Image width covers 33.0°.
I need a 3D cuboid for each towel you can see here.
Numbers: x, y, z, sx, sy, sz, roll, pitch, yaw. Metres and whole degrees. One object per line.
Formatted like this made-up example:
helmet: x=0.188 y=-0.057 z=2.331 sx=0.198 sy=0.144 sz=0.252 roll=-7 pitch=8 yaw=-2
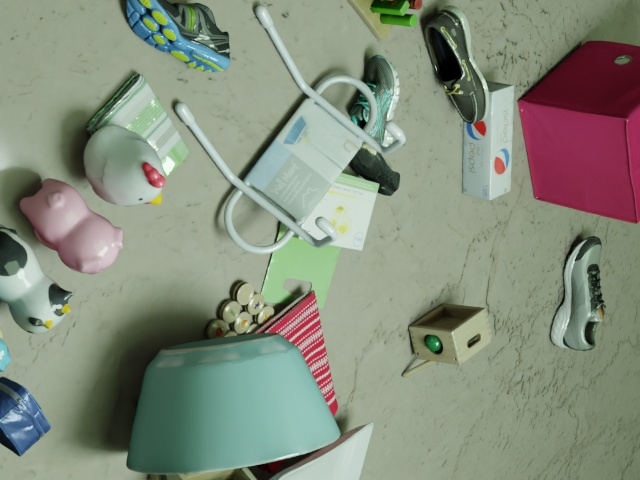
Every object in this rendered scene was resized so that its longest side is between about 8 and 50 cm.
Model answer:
towel: x=-0.246 y=-0.139 z=1.489 sx=0.113 sy=0.023 sz=0.152 roll=-51 pitch=135 yaw=-22
towel: x=-0.053 y=0.242 z=1.820 sx=0.199 sy=0.031 sz=0.274 roll=-38 pitch=133 yaw=-34

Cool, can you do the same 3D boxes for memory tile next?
memory tile: x=-0.118 y=0.142 z=1.733 sx=0.113 sy=0.012 sz=0.148 roll=-55 pitch=138 yaw=-16

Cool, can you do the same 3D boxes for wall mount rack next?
wall mount rack: x=-0.049 y=-0.164 z=1.633 sx=0.304 sy=0.130 sz=0.350 roll=38 pitch=69 yaw=-7

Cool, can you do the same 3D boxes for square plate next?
square plate: x=-0.042 y=0.499 z=1.856 sx=0.347 sy=0.049 sz=0.343 roll=-14 pitch=123 yaw=-60

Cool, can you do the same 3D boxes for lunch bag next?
lunch bag: x=-0.399 y=0.230 z=1.414 sx=0.065 sy=0.067 sz=0.098 roll=-45 pitch=133 yaw=-28

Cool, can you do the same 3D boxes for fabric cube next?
fabric cube: x=0.596 y=-0.229 z=2.223 sx=0.258 sy=0.254 sz=0.259 roll=-40 pitch=130 yaw=-30

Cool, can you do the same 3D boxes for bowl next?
bowl: x=-0.134 y=0.225 z=1.568 sx=0.312 sy=0.312 sz=0.163 roll=-5 pitch=88 yaw=-47

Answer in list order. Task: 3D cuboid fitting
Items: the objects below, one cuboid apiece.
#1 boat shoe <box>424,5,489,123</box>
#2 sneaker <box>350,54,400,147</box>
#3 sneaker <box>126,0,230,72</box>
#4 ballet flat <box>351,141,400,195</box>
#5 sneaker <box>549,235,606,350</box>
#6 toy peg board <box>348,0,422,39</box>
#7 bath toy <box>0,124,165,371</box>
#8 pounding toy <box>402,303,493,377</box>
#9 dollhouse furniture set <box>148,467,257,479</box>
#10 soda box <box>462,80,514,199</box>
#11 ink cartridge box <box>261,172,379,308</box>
boat shoe: x=0.240 y=-0.303 z=1.935 sx=0.069 sy=0.081 sz=0.227 roll=-39 pitch=122 yaw=-30
sneaker: x=0.086 y=-0.225 z=1.802 sx=0.076 sy=0.065 sz=0.166 roll=-14 pitch=112 yaw=-41
sneaker: x=-0.193 y=-0.297 z=1.474 sx=0.188 sy=0.067 sz=0.078 roll=28 pitch=61 yaw=-47
ballet flat: x=0.093 y=-0.128 z=1.842 sx=0.173 sy=0.058 sz=0.049 roll=48 pitch=54 yaw=-61
sneaker: x=0.613 y=0.124 z=2.477 sx=0.100 sy=0.108 sz=0.271 roll=0 pitch=102 yaw=-46
toy peg board: x=0.123 y=-0.434 z=1.754 sx=0.161 sy=0.079 sz=0.160 roll=43 pitch=71 yaw=-47
bath toy: x=-0.319 y=0.002 z=1.361 sx=0.348 sy=0.129 sz=0.151 roll=-48 pitch=136 yaw=-21
pounding toy: x=0.238 y=0.198 z=2.081 sx=0.141 sy=0.130 sz=0.100 roll=-29 pitch=112 yaw=-39
dollhouse furniture set: x=-0.200 y=0.428 z=1.687 sx=0.129 sy=0.129 sz=0.183 roll=-3 pitch=130 yaw=-48
soda box: x=0.321 y=-0.192 z=2.068 sx=0.074 sy=0.069 sz=0.216 roll=-22 pitch=120 yaw=-42
ink cartridge box: x=0.000 y=0.000 z=1.791 sx=0.171 sy=0.056 sz=0.235 roll=12 pitch=93 yaw=-49
